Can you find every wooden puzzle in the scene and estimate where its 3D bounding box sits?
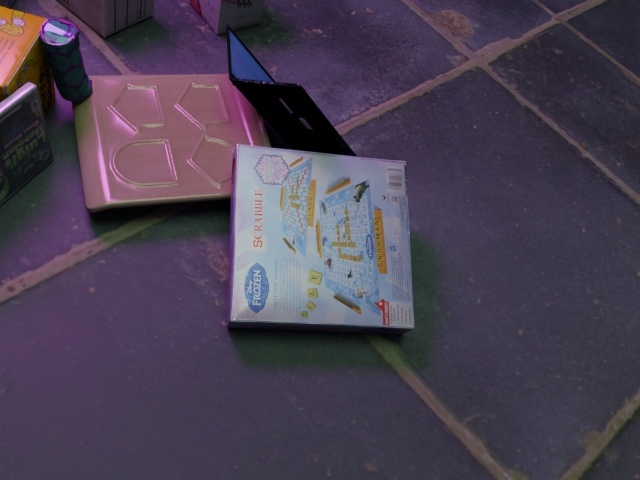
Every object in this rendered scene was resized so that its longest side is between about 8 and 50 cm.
[{"bbox_3d":[-0.282,-0.188,1.312,0.348,0.080,0.322,-9,57,-17],"label":"wooden puzzle"}]

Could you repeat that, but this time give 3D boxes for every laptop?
[{"bbox_3d":[-0.056,-0.285,1.325,0.265,0.234,0.136,15,72,37],"label":"laptop"}]

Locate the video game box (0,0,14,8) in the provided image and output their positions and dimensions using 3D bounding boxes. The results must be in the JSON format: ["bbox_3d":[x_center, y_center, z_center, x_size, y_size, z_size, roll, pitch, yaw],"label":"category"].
[{"bbox_3d":[-0.660,-0.547,1.386,0.048,0.187,0.205,14,53,-7],"label":"video game box"}]

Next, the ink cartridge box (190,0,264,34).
[{"bbox_3d":[-0.206,-0.589,1.557,0.127,0.176,0.128,-25,65,-30],"label":"ink cartridge box"}]

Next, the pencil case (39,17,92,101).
[{"bbox_3d":[-0.454,-0.323,1.232,0.065,0.151,0.070,27,59,9],"label":"pencil case"}]

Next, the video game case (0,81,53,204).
[{"bbox_3d":[-0.527,-0.144,1.139,0.022,0.173,0.190,25,52,10],"label":"video game case"}]

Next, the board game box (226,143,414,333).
[{"bbox_3d":[0.000,0.000,1.204,0.318,0.066,0.318,5,71,-14],"label":"board game box"}]

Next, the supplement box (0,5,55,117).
[{"bbox_3d":[-0.680,-0.306,1.199,0.357,0.194,0.195,14,52,-7],"label":"supplement box"}]

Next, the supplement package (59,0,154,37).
[{"bbox_3d":[-0.497,-0.609,1.468,0.262,0.204,0.145,40,55,14],"label":"supplement package"}]
